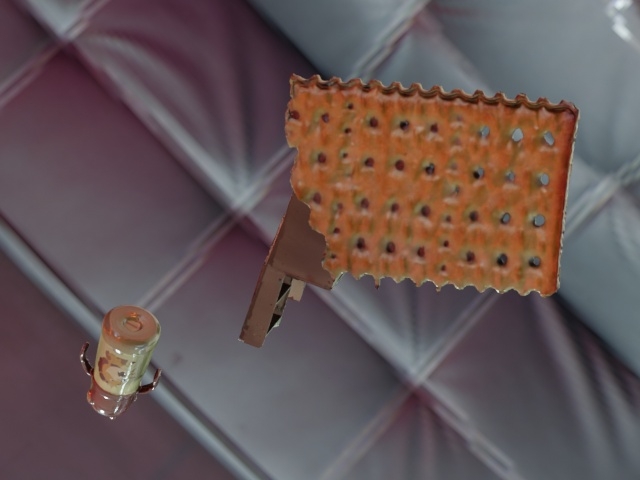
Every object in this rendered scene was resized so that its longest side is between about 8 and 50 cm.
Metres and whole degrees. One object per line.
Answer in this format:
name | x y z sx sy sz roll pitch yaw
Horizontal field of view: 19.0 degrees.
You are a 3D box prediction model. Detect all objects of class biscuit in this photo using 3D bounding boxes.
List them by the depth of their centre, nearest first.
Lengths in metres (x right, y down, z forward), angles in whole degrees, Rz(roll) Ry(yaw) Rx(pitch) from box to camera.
biscuit | 0.070 -0.036 1.293 0.203 0.144 0.016 5 180 14

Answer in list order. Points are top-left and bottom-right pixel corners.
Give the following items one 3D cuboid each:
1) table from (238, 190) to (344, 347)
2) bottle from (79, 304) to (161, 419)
table | 0.000 0.000 1.628 0.062 0.146 0.175 20 108 8
bottle | -0.158 0.102 1.517 0.063 0.047 0.101 38 132 20
